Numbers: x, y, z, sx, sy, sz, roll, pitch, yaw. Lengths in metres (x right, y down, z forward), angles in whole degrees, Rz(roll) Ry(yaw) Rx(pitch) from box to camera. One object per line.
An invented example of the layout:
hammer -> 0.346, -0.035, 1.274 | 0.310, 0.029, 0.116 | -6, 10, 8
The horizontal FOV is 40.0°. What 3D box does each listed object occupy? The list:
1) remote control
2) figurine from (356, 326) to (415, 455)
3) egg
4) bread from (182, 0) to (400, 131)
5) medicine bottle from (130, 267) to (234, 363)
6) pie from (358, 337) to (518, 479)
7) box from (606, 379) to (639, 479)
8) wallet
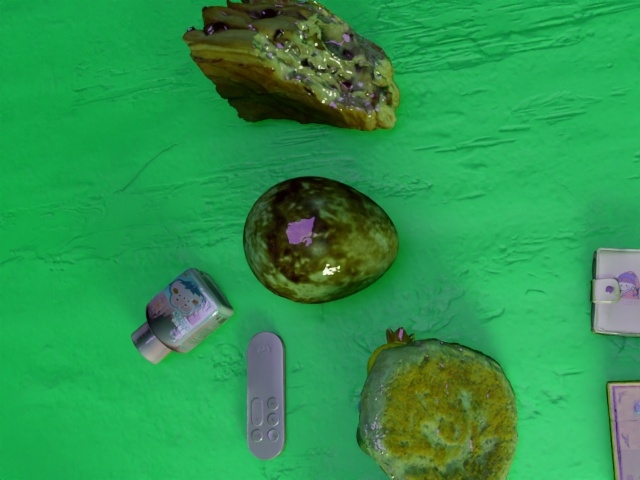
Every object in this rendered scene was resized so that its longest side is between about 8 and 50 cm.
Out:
remote control -> -0.105, 0.299, 1.703 | 0.077, 0.022, 0.245 | -4, 77, 13
figurine -> 0.159, 0.288, 1.592 | 0.185, 0.127, 0.234 | 26, 50, -15
egg -> 0.000, 0.000, 1.628 | 0.289, 0.238, 0.238 | 3, 78, 7
bread -> -0.037, -0.353, 1.690 | 0.370, 0.314, 0.192 | 9, 72, 22
medicine bottle -> -0.281, 0.155, 1.744 | 0.188, 0.094, 0.119 | -40, 72, 4
pie -> 0.208, 0.316, 1.498 | 0.323, 0.070, 0.323 | 10, 67, -24
box -> 0.564, 0.346, 1.486 | 0.141, 0.064, 0.220 | -5, 78, 15
wallet -> 0.537, 0.093, 1.564 | 0.110, 0.039, 0.155 | 3, 79, 13
